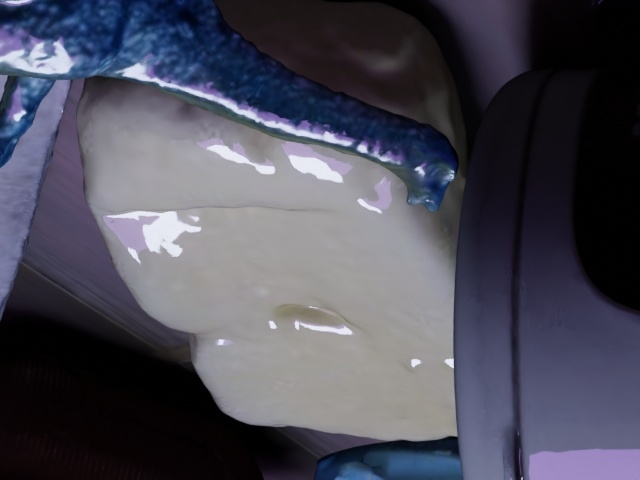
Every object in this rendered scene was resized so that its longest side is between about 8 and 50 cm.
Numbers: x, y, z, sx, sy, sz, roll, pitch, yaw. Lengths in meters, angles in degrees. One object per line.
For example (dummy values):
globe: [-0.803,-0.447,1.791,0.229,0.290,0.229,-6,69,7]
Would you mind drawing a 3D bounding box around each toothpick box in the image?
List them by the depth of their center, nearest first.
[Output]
toothpick box: [0.221,0.048,0.618,0.316,0.229,0.229,0,146,17]

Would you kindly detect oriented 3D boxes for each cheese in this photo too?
cheese: [0.000,-0.002,0.734,0.159,0.093,0.263,-5,143,19]

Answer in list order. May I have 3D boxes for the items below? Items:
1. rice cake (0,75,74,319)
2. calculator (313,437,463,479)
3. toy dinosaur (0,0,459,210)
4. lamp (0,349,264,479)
rice cake: [-0.153,-0.038,0.759,0.072,0.056,0.365,12,148,-10]
calculator: [0.129,0.150,0.902,0.293,0.051,0.173,16,163,-30]
toy dinosaur: [-0.111,-0.108,0.563,0.147,0.076,0.363,-34,113,19]
lamp: [-0.132,0.163,0.955,0.258,0.180,0.180,21,147,-12]
